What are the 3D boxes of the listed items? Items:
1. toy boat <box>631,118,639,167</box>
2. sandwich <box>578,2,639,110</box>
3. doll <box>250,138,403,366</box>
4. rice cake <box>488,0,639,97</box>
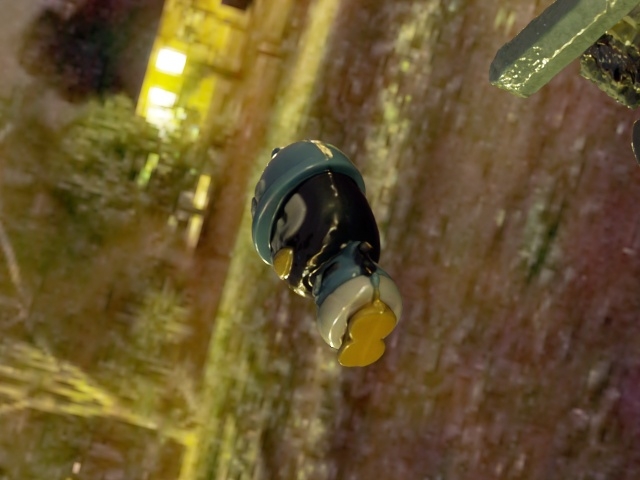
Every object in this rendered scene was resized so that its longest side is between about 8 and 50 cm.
[{"bbox_3d":[0.410,-0.084,1.422,0.096,0.062,0.299,-46,16,11],"label":"toy boat"},{"bbox_3d":[0.437,-0.261,1.412,0.262,0.325,0.131,-71,-30,-50],"label":"sandwich"},{"bbox_3d":[0.000,0.000,1.476,0.177,0.141,0.314,108,148,-40],"label":"doll"},{"bbox_3d":[0.218,-0.186,1.027,0.245,0.045,0.042,-40,32,54],"label":"rice cake"}]
